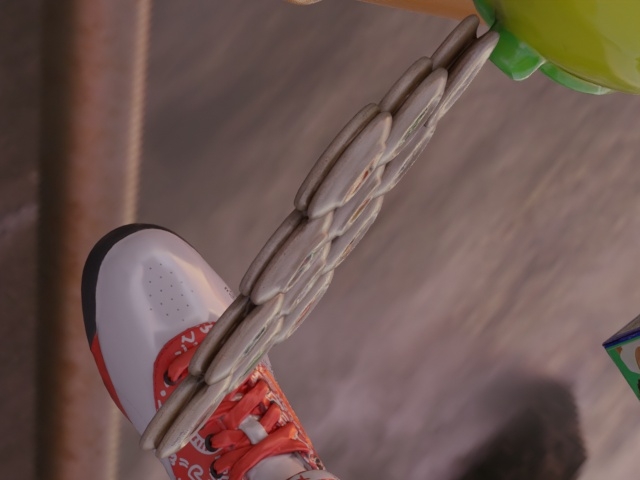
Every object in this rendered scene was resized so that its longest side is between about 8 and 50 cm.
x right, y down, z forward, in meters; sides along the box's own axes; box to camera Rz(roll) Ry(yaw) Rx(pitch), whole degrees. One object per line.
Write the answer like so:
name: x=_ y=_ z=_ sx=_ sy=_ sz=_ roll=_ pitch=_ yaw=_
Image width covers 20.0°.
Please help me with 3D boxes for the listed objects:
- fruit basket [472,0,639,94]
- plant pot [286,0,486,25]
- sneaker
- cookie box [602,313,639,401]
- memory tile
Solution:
fruit basket: x=0.214 y=-0.194 z=0.591 sx=0.283 sy=0.392 sz=0.392 roll=1 pitch=131 yaw=-26
plant pot: x=0.059 y=-0.221 z=1.095 sx=0.205 sy=0.188 sz=0.205 roll=-54 pitch=159 yaw=-31
sneaker: x=-0.028 y=0.112 z=0.936 sx=0.090 sy=0.270 sz=0.145 roll=-23 pitch=-173 yaw=-29
cookie box: x=0.170 y=0.055 z=0.663 sx=0.092 sy=0.107 sz=0.040 roll=-34 pitch=180 yaw=-28
memory tile: x=0.000 y=0.000 z=0.565 sx=0.148 sy=0.012 sz=0.113 roll=-57 pitch=172 yaw=36
